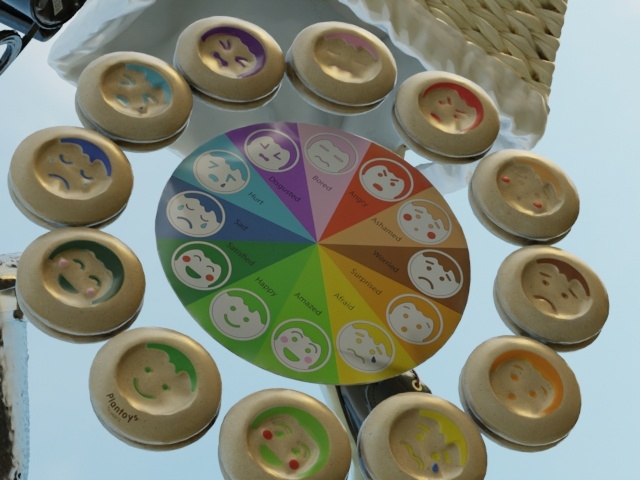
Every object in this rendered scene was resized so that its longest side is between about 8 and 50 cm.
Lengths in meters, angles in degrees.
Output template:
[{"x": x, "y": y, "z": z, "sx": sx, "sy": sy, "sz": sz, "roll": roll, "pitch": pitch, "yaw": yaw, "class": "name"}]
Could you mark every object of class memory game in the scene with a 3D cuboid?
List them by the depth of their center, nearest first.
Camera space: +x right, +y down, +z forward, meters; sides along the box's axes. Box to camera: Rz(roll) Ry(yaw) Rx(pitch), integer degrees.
[{"x": 0.000, "y": 0.000, "z": 0.442, "sx": 0.186, "sy": 0.186, "sz": 0.012, "roll": -45, "pitch": -14, "yaw": -38, "class": "memory game"}]

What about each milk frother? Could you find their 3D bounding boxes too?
[{"x": -0.251, "y": -0.187, "z": 1.052, "sx": 0.143, "sy": 0.135, "sz": 0.129, "roll": -43, "pitch": -24, "yaw": -46, "class": "milk frother"}]

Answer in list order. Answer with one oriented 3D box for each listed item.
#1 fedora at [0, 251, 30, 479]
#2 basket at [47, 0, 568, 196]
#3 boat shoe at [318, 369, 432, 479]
[{"x": -0.281, "y": 0.114, "z": 0.940, "sx": 0.334, "sy": 0.334, "sz": 0.152, "roll": -13, "pitch": -93, "yaw": -50, "class": "fedora"}, {"x": 0.007, "y": -0.212, "z": 1.281, "sx": 0.331, "sy": 0.328, "sz": 0.266, "roll": 35, "pitch": -123, "yaw": -21, "class": "basket"}, {"x": 0.022, "y": 0.064, "z": 0.563, "sx": 0.049, "sy": 0.042, "sz": 0.133, "roll": -109, "pitch": 0, "yaw": -84, "class": "boat shoe"}]
